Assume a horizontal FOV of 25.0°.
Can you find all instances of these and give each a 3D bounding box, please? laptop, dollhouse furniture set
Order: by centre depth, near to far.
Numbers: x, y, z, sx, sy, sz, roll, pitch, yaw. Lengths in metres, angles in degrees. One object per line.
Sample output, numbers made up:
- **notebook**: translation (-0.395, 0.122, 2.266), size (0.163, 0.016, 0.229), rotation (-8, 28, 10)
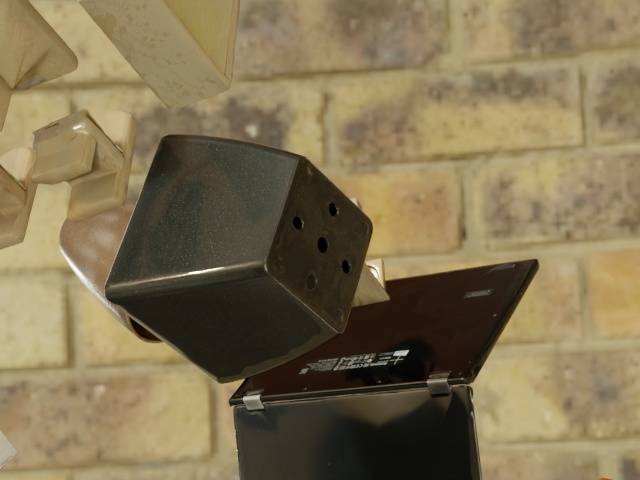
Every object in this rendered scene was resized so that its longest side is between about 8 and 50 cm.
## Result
- **dollhouse furniture set**: translation (-0.288, -0.230, 1.442), size (0.394, 0.256, 0.362), rotation (-17, -44, 23)
- **dollhouse furniture set**: translation (0.000, 0.000, 1.902), size (0.144, 0.151, 0.123), rotation (-12, -29, 16)
- **laptop**: translation (0.097, 0.251, 1.908), size (0.382, 0.236, 0.408), rotation (-9, 29, 37)

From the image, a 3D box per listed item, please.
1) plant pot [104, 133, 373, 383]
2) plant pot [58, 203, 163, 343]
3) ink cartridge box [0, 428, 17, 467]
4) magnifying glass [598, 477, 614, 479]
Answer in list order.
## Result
- **plant pot**: translation (-0.061, 0.013, 1.375), size (0.167, 0.187, 0.188), rotation (-6, -35, 38)
- **plant pot**: translation (-0.319, 0.025, 2.385), size (0.230, 0.215, 0.215), rotation (27, 11, 33)
- **ink cartridge box**: translation (-0.455, 0.237, 1.869), size (0.052, 0.088, 0.122), rotation (-39, 40, -14)
- **magnifying glass**: translation (0.414, 0.428, 2.081), size (0.092, 0.026, 0.231), rotation (9, 35, 5)
